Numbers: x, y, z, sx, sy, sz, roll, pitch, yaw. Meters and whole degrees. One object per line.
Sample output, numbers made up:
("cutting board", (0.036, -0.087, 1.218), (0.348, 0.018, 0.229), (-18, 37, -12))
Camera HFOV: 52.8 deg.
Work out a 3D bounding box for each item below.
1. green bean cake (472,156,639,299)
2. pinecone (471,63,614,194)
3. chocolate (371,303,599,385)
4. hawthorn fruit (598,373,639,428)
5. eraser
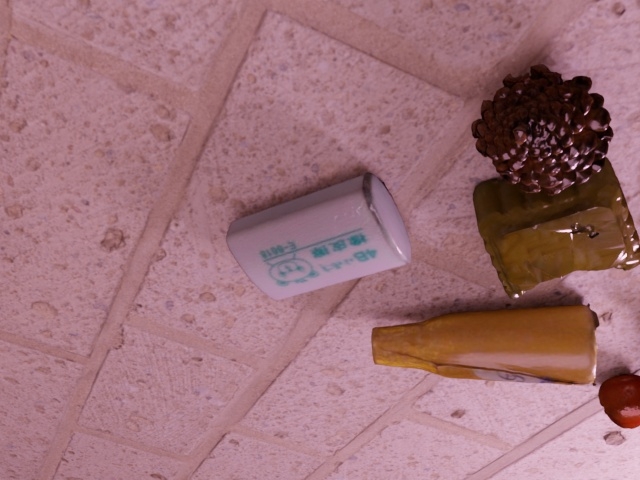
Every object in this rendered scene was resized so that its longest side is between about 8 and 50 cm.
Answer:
("green bean cake", (0.397, -0.011, 1.084), (0.236, 0.124, 0.233), (-19, 130, 23))
("pinecone", (0.326, -0.156, 0.930), (0.195, 0.150, 0.179), (35, 128, -26))
("chocolate", (0.326, 0.219, 1.308), (0.446, 0.162, 0.162), (-4, 134, 13))
("hawthorn fruit", (0.680, 0.353, 1.421), (0.128, 0.128, 0.128), (3, 135, 3))
("eraser", (0.000, 0.000, 1.160), (0.290, 0.104, 0.189), (-18, 134, 24))
